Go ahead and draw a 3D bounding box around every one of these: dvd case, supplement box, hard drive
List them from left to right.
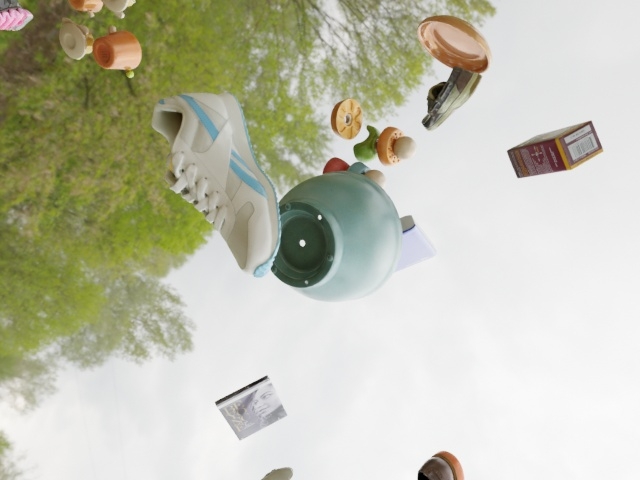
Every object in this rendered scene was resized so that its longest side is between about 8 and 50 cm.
[{"bbox_3d":[-0.196,0.494,1.505,0.164,0.221,0.018,-25,-137,-10],"label":"dvd case"},{"bbox_3d":[0.180,0.029,1.353,0.210,0.318,0.040,-24,-110,15],"label":"hard drive"},{"bbox_3d":[0.550,-0.212,1.220,0.104,0.081,0.188,-27,-172,-14],"label":"supplement box"}]

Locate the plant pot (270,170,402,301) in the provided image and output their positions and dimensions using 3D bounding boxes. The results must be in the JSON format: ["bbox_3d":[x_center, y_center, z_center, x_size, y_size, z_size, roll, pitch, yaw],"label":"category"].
[{"bbox_3d":[0.000,0.000,1.082,0.292,0.196,0.294,4,-82,30],"label":"plant pot"}]

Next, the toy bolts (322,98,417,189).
[{"bbox_3d":[0.117,-0.220,1.268,0.158,0.218,0.229,15,-112,41],"label":"toy bolts"}]

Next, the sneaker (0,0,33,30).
[{"bbox_3d":[-0.440,-0.308,0.673,0.047,0.057,0.119,-22,-166,21],"label":"sneaker"}]

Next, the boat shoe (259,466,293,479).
[{"bbox_3d":[-0.124,0.681,1.485,0.125,0.046,0.038,-38,173,21],"label":"boat shoe"}]

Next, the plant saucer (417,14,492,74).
[{"bbox_3d":[0.328,-0.476,1.240,0.037,0.199,0.200,-59,-148,-2],"label":"plant saucer"}]

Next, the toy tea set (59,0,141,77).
[{"bbox_3d":[-0.519,-0.582,1.271,0.124,0.199,0.336,-45,165,-56],"label":"toy tea set"}]

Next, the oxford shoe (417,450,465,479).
[{"bbox_3d":[0.224,0.553,0.986,0.096,0.098,0.272,-11,-97,48],"label":"oxford shoe"}]

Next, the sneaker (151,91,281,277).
[{"bbox_3d":[-0.111,-0.059,0.543,0.229,0.092,0.087,65,-35,24],"label":"sneaker"}]

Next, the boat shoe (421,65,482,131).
[{"bbox_3d":[0.271,-0.314,1.128,0.080,0.073,0.223,-55,-175,-15],"label":"boat shoe"}]
